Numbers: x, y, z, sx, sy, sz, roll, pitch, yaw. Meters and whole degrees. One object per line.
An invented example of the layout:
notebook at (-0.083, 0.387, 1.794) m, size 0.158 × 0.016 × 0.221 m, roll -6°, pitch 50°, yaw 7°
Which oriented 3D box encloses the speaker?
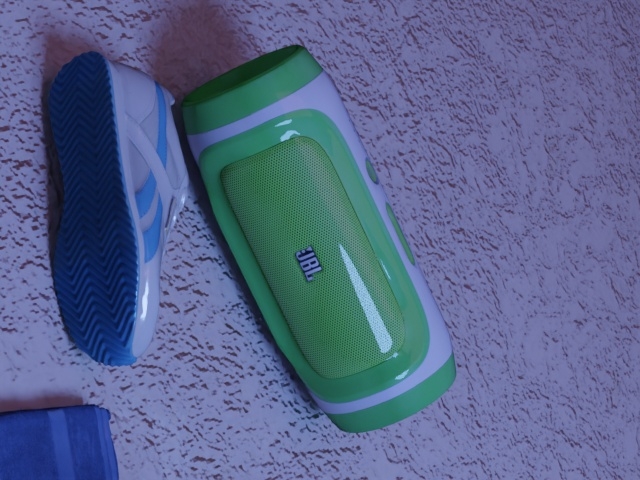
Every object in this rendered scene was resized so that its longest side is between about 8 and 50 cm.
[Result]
speaker at (0.000, 0.000, 1.436) m, size 0.131 × 0.131 × 0.297 m, roll -41°, pitch 110°, yaw -50°

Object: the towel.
towel at (-0.190, 0.148, 1.233) m, size 0.119 × 0.029 × 0.067 m, roll 1°, pitch 77°, yaw -52°

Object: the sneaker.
sneaker at (-0.138, -0.021, 1.312) m, size 0.092 × 0.087 × 0.229 m, roll 14°, pitch 69°, yaw -51°
